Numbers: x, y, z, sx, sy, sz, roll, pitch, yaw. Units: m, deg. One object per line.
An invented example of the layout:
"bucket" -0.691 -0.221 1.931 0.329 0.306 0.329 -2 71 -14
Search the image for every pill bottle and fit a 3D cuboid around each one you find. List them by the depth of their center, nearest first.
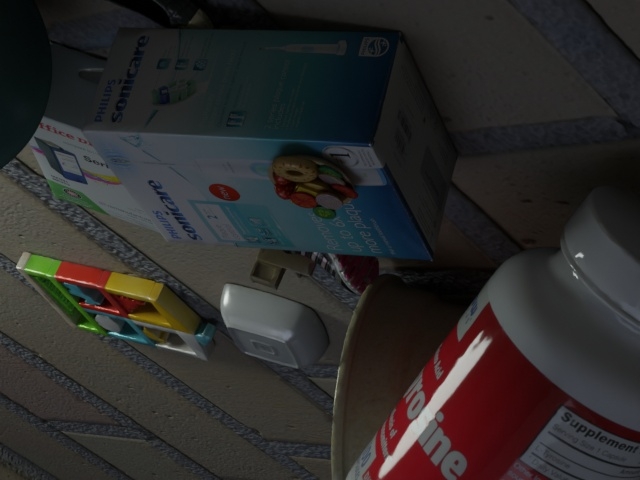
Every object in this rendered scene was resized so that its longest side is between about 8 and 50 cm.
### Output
"pill bottle" 0.212 0.157 1.645 0.229 0.229 0.407 28 115 -11

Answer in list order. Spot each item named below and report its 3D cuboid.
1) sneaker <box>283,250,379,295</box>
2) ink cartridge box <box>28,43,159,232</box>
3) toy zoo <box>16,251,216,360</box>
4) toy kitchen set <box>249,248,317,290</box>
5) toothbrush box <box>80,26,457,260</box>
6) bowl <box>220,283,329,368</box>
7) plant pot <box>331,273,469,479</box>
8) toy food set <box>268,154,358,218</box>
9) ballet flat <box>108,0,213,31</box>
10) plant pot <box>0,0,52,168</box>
"sneaker" 0.000 0.000 1.957 0.075 0.063 0.170 -2 142 46
"ink cartridge box" -0.232 -0.108 1.902 0.154 0.093 0.212 19 156 13
"toy zoo" -0.276 0.100 2.502 0.293 0.030 0.192 11 155 28
"toy kitchen set" -0.031 0.031 2.024 0.068 0.083 0.075 18 157 17
"toothbrush box" -0.044 -0.092 1.656 0.295 0.126 0.216 5 153 22
"bowl" -0.065 0.121 2.311 0.142 0.053 0.142 14 157 18
"plant pot" 0.208 0.211 1.947 0.305 0.334 0.334 3 152 18
"toy food set" -0.008 -0.050 1.551 0.082 0.020 0.083 20 152 -6
"ballet flat" -0.183 -0.228 1.632 0.173 0.049 0.057 23 156 -7
"plant pot" -0.398 -0.176 1.681 0.293 0.293 0.235 15 172 21
